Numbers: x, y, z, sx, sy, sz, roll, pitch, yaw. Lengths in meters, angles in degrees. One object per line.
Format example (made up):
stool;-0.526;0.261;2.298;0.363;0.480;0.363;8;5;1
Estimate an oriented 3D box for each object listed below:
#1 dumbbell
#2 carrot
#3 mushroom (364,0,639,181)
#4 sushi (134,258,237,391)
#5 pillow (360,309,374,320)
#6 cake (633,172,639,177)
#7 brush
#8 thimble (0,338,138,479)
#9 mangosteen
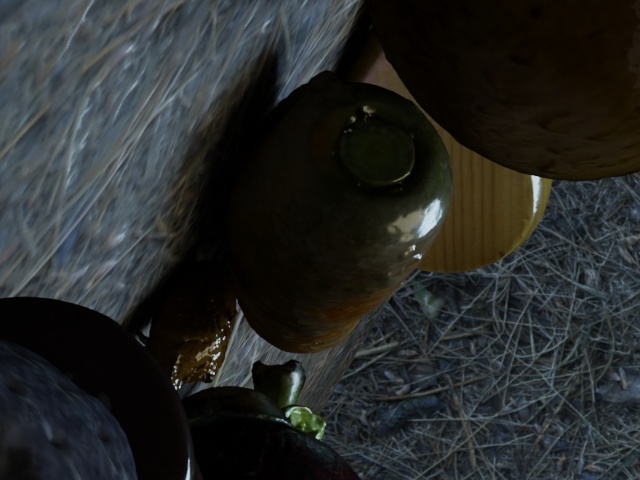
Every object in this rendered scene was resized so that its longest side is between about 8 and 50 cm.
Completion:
dumbbell;-0.121;0.116;0.658;0.140;0.124;0.225;-56;173;-15
carrot;0.000;0.000;0.970;0.139;0.138;0.302;-56;173;-22
mushroom;0.143;-0.229;0.793;0.334;0.356;0.331;3;129;-38
sushi;-0.082;0.059;0.937;0.118;0.061;0.060;-52;159;-50
pillow;0.047;-0.005;1.422;0.335;0.092;0.161;-50;163;-47
cake;0.322;-0.247;1.427;0.314;0.306;0.293;-62;174;29
brush;0.101;-0.116;1.128;0.267;0.174;0.166;88;15;-45
thimble;-0.128;0.096;0.431;0.150;0.150;0.098;-59;171;2
mangosteen;-0.050;0.218;1.196;0.231;0.231;0.289;114;3;-48
